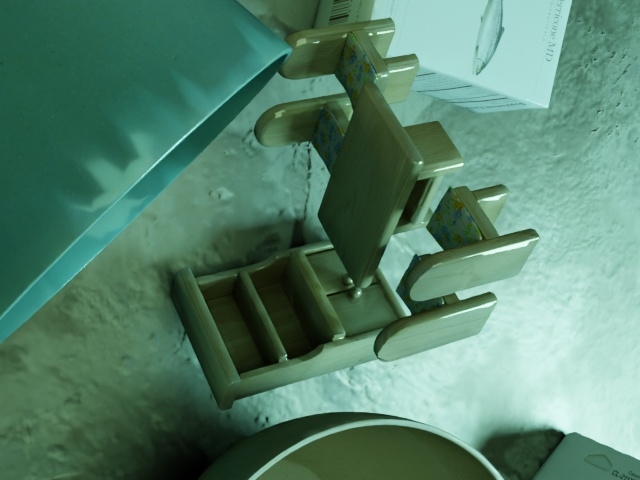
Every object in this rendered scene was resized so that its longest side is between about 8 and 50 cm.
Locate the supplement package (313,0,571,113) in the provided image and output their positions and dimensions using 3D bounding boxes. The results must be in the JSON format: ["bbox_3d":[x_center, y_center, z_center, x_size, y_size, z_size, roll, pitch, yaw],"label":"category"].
[{"bbox_3d":[0.098,-0.179,0.903,0.179,0.105,0.105,13,88,-26],"label":"supplement package"}]

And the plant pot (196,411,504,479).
[{"bbox_3d":[-0.008,0.257,0.843,0.284,0.191,0.284,-2,95,-25],"label":"plant pot"}]

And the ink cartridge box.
[{"bbox_3d":[0.295,0.272,1.025,0.175,0.127,0.072,46,78,-21],"label":"ink cartridge box"}]

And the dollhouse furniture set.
[{"bbox_3d":[0.000,0.000,0.793,0.161,0.242,0.212,-13,57,-25],"label":"dollhouse furniture set"}]

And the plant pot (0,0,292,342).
[{"bbox_3d":[-0.201,-0.100,0.677,0.235,0.293,0.293,46,75,-6],"label":"plant pot"}]
